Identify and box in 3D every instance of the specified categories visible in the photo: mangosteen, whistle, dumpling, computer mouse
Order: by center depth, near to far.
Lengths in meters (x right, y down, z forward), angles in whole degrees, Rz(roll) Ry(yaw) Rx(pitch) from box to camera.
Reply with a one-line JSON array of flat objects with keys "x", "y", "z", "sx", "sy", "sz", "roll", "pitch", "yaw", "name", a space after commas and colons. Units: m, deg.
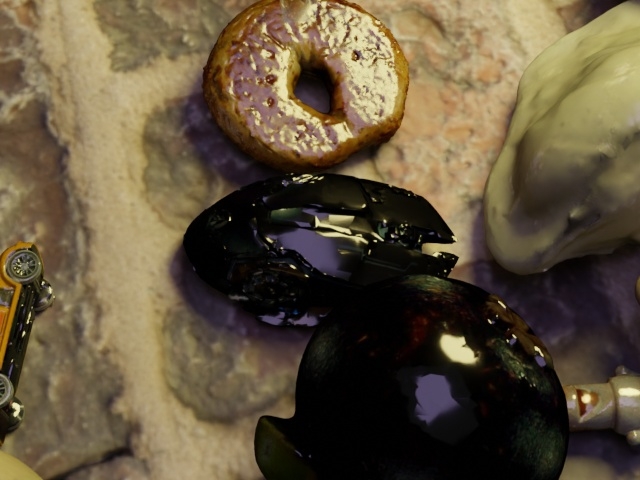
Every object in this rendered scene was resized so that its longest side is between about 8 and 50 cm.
[{"x": 0.073, "y": 0.143, "z": 1.026, "sx": 0.243, "sy": 0.243, "sz": 0.243, "roll": 1, "pitch": 64, "yaw": -3, "name": "mangosteen"}, {"x": 0.286, "y": 0.137, "z": 1.118, "sx": 0.220, "sy": 0.057, "sz": 0.107, "roll": -4, "pitch": 59, "yaw": -1, "name": "whistle"}, {"x": 0.000, "y": 0.000, "z": 1.155, "sx": 0.241, "sy": 0.077, "sz": 0.146, "roll": 2, "pitch": 66, "yaw": -2, "name": "computer mouse"}, {"x": 0.262, "y": -0.116, "z": 1.165, "sx": 0.318, "sy": 0.187, "sz": 0.243, "roll": -26, "pitch": 55, "yaw": -4, "name": "dumpling"}]

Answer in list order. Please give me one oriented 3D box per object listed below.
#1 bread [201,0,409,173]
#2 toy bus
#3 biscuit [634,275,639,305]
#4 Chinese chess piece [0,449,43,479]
[{"x": -0.014, "y": -0.146, "z": 1.235, "sx": 0.193, "sy": 0.064, "sz": 0.193, "roll": 2, "pitch": 70, "yaw": -6, "name": "bread"}, {"x": -0.271, "y": 0.080, "z": 1.103, "sx": 0.074, "sy": 0.069, "sz": 0.162, "roll": 7, "pitch": 65, "yaw": 2, "name": "toy bus"}, {"x": 0.431, "y": 0.027, "z": 1.153, "sx": 0.217, "sy": 0.044, "sz": 0.325, "roll": 40, "pitch": 56, "yaw": 16, "name": "biscuit"}, {"x": -0.277, "y": 0.262, "z": 0.936, "sx": 0.251, "sy": 0.097, "sz": 0.251, "roll": -22, "pitch": 49, "yaw": 28, "name": "Chinese chess piece"}]
